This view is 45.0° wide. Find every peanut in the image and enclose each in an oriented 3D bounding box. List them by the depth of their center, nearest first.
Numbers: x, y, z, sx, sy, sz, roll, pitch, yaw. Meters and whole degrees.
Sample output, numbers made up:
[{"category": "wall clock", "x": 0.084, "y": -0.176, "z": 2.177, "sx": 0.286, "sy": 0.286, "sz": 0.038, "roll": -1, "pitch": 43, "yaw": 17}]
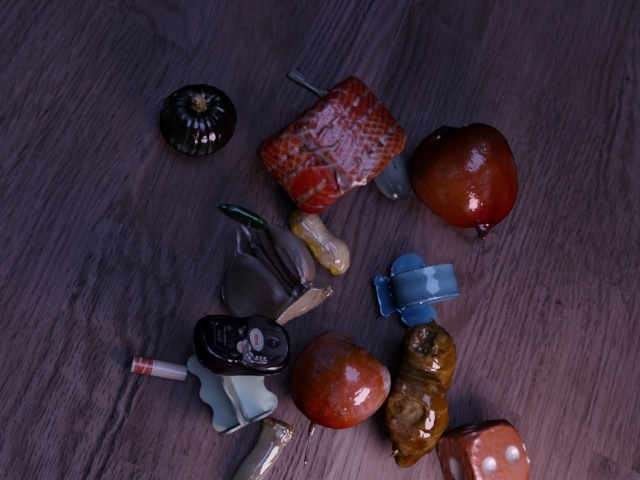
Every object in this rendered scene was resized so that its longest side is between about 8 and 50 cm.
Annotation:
[{"category": "peanut", "x": 0.000, "y": 0.000, "z": 2.001, "sx": 0.087, "sy": 0.087, "sz": 0.206, "roll": -43, "pitch": 95, "yaw": -24}]

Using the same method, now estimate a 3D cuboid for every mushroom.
[{"category": "mushroom", "x": -0.147, "y": 0.519, "z": 1.842, "sx": 0.084, "sy": 0.071, "sz": 0.209, "roll": 36, "pitch": 71, "yaw": -5}]

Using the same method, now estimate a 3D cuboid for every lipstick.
[{"category": "lipstick", "x": -0.380, "y": 0.300, "z": 1.812, "sx": 0.131, "sy": 0.038, "sz": 0.038, "roll": 14, "pitch": 73, "yaw": -18}]

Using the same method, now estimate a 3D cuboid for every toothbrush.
[{"category": "toothbrush", "x": 0.038, "y": -0.390, "z": 2.137, "sx": 0.294, "sy": 0.026, "sz": 0.028, "roll": 30, "pitch": 54, "yaw": -12}]

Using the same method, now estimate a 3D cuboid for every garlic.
[{"category": "garlic", "x": -0.120, "y": 0.093, "z": 1.864, "sx": 0.210, "sy": 0.237, "sz": 0.292, "roll": -23, "pitch": 48, "yaw": -33}]

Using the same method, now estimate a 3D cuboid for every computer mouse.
[{"category": "computer mouse", "x": -0.180, "y": 0.238, "z": 1.727, "sx": 0.233, "sy": 0.096, "sz": 0.137, "roll": 13, "pitch": 48, "yaw": -25}, {"category": "computer mouse", "x": 0.180, "y": -0.207, "z": 2.129, "sx": 0.113, "sy": 0.068, "sz": 0.228, "roll": 7, "pitch": 64, "yaw": -38}]

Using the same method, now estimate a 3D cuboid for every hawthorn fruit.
[{"category": "hawthorn fruit", "x": 0.030, "y": 0.338, "z": 1.862, "sx": 0.263, "sy": 0.231, "sz": 0.235, "roll": -18, "pitch": 47, "yaw": -19}, {"category": "hawthorn fruit", "x": 0.401, "y": -0.182, "z": 2.104, "sx": 0.311, "sy": 0.295, "sz": 0.295, "roll": 39, "pitch": 67, "yaw": -14}]

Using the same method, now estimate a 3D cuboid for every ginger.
[{"category": "ginger", "x": 0.254, "y": 0.392, "z": 1.945, "sx": 0.153, "sy": 0.274, "sz": 0.357, "roll": 10, "pitch": 68, "yaw": 16}]

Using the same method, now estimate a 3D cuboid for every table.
[{"category": "table", "x": -0.207, "y": 0.333, "z": 1.809, "sx": 0.167, "sy": 0.166, "sz": 0.198, "roll": -23, "pitch": 85, "yaw": -24}]

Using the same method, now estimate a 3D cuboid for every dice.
[{"category": "dice", "x": 0.422, "y": 0.564, "z": 1.991, "sx": 0.179, "sy": 0.174, "sz": 0.174, "roll": -10, "pitch": 81, "yaw": -22}]

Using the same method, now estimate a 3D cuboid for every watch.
[{"category": "watch", "x": 0.257, "y": 0.126, "z": 2.014, "sx": 0.211, "sy": 0.193, "sz": 0.210, "roll": 6, "pitch": 74, "yaw": -21}]

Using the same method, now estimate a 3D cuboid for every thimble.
[{"category": "thimble", "x": 0.030, "y": -0.242, "z": 1.930, "sx": 0.350, "sy": 0.350, "sz": 0.230, "roll": -43, "pitch": 99, "yaw": -24}]

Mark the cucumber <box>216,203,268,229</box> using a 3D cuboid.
[{"category": "cucumber", "x": -0.192, "y": -0.064, "z": 1.968, "sx": 0.155, "sy": 0.037, "sz": 0.037, "roll": 26, "pitch": 70, "yaw": -15}]

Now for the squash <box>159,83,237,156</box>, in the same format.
[{"category": "squash", "x": -0.302, "y": -0.300, "z": 1.918, "sx": 0.193, "sy": 0.156, "sz": 0.193, "roll": 22, "pitch": 49, "yaw": -28}]
